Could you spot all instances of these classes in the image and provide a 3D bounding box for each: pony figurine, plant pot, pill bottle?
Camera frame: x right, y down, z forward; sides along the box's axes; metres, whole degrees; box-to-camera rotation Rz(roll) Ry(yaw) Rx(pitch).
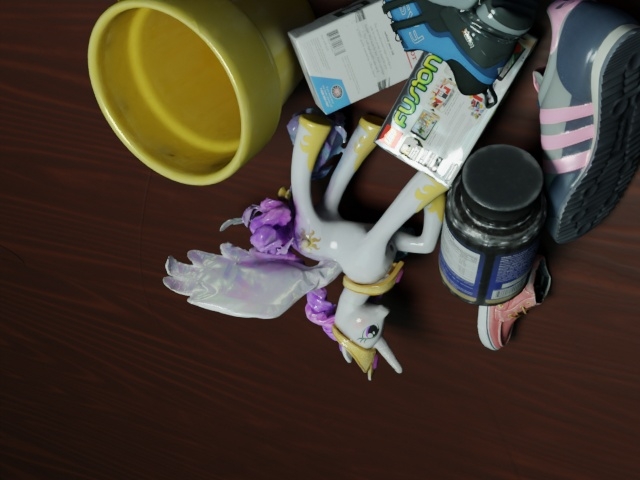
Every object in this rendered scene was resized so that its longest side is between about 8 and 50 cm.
[{"bbox_3d":[0.000,0.000,1.409,0.351,0.303,0.363,23,119,10],"label":"pony figurine"},{"bbox_3d":[-0.132,-0.238,1.310,0.254,0.239,0.254,20,133,23],"label":"plant pot"},{"bbox_3d":[0.211,-0.017,1.228,0.123,0.123,0.219,28,154,17],"label":"pill bottle"}]

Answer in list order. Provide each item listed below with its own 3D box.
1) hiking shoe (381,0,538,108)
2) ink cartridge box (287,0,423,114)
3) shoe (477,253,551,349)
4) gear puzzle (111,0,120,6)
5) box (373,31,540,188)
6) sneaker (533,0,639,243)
[{"bbox_3d":[0.100,-0.282,1.141,0.304,0.113,0.132,46,132,29],"label":"hiking shoe"},{"bbox_3d":[0.063,-0.244,1.246,0.060,0.180,0.104,-122,9,-67],"label":"ink cartridge box"},{"bbox_3d":[0.269,0.087,1.386,0.081,0.063,0.178,18,128,33],"label":"shoe"},{"bbox_3d":[-0.226,-0.388,1.396,0.175,0.044,0.339,41,138,-6],"label":"gear puzzle"},{"bbox_3d":[0.163,-0.180,1.211,0.114,0.036,0.207,33,110,10],"label":"box"},{"bbox_3d":[0.302,-0.140,1.176,0.131,0.112,0.319,49,150,37],"label":"sneaker"}]
